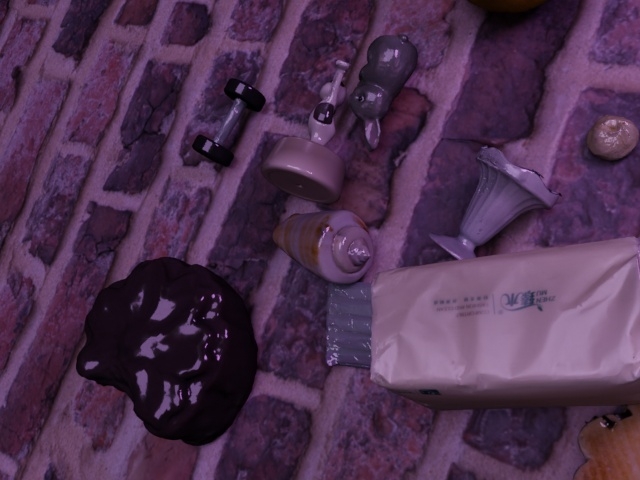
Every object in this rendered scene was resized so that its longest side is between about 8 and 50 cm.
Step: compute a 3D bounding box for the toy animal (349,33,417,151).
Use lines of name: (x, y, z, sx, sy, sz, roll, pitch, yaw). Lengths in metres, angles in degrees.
toy animal: (0.118, -0.315, 1.266, 0.108, 0.138, 0.236, 26, 82, -3)

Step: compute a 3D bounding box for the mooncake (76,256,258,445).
mooncake: (-0.321, 0.219, 1.280, 0.381, 0.212, 0.350, 16, 76, 27)

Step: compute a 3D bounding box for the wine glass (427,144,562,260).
wine glass: (0.296, -0.051, 1.078, 0.165, 0.165, 0.196, 43, 100, 30)

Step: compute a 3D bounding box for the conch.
conch: (-0.003, -0.005, 1.214, 0.255, 0.127, 0.158, 14, 70, 31)

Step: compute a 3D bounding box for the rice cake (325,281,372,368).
rice cake: (0.101, 0.165, 1.173, 0.198, 0.037, 0.189, -3, 73, 26)

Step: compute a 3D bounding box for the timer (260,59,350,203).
timer: (0.001, -0.231, 1.279, 0.175, 0.175, 0.265, 13, 75, 29)

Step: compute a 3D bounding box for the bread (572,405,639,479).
bread: (0.515, 0.336, 0.837, 0.316, 0.054, 0.316, -15, 37, 11)

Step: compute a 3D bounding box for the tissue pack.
tissue pack: (0.298, 0.143, 0.915, 0.381, 0.297, 0.207, -10, 65, 28)

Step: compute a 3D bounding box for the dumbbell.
dumbbell: (-0.215, -0.276, 1.431, 0.100, 0.100, 0.191, 29, 89, 30)

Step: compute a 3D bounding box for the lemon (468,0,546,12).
lemon: (0.356, -0.573, 1.143, 0.293, 0.293, 0.292, -8, 71, 24)

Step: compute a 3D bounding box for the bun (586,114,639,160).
bun: (0.512, -0.183, 1.066, 0.086, 0.055, 0.086, -8, 71, 23)
